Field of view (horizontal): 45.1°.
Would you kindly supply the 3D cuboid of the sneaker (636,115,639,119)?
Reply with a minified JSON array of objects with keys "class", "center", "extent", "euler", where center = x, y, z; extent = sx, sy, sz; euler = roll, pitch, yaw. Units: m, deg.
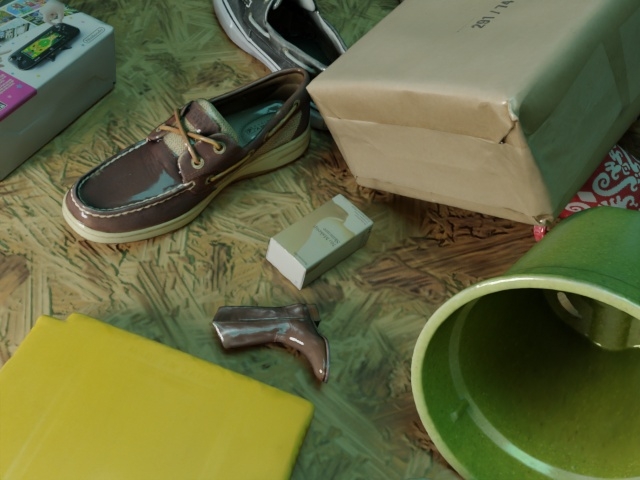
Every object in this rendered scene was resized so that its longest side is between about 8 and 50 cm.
[{"class":"sneaker","center":[0.384,-0.201,1.055],"extent":[0.350,0.148,0.131],"euler":[-32,87,-32]}]

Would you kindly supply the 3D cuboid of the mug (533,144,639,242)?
[{"class":"mug","center":[0.348,-0.051,0.967],"extent":[0.169,0.150,0.113],"euler":[25,33,-19]}]

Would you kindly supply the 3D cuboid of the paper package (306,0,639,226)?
[{"class":"paper package","center":[0.204,-0.198,0.908],"extent":[0.309,0.168,0.325],"euler":[17,54,46]}]

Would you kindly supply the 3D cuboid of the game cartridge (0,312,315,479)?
[{"class":"game cartridge","center":[-0.185,0.229,0.653],"extent":[0.285,0.053,0.324],"euler":[21,47,4]}]

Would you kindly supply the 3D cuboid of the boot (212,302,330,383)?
[{"class":"boot","center":[-0.052,0.106,0.789],"extent":[0.114,0.037,0.106],"euler":[0,38,-17]}]

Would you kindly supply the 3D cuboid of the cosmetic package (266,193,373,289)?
[{"class":"cosmetic package","center":[0.000,0.000,0.887],"extent":[0.060,0.041,0.115],"euler":[41,54,19]}]

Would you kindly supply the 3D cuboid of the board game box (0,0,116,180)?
[{"class":"board game box","center":[-0.441,-0.231,0.940],"extent":[0.303,0.097,0.224],"euler":[26,50,10]}]

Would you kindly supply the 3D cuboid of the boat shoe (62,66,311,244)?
[{"class":"boat shoe","center":[-0.142,-0.115,0.894],"extent":[0.342,0.123,0.123],"euler":[-28,62,-31]}]

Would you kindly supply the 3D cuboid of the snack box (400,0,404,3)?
[{"class":"snack box","center":[0.230,-0.441,1.288],"extent":[0.207,0.070,0.174],"euler":[1,51,-11]}]

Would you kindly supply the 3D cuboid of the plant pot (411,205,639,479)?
[{"class":"plant pot","center":[0.266,0.096,0.750],"extent":[0.276,0.276,0.254],"euler":[32,40,14]}]

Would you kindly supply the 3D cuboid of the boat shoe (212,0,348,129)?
[{"class":"boat shoe","center":[-0.041,-0.303,1.077],"extent":[0.121,0.119,0.335],"euler":[-22,59,-28]}]

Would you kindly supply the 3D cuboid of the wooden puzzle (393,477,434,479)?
[{"class":"wooden puzzle","center":[0.025,0.341,0.539],"extent":[0.322,0.080,0.348],"euler":[4,50,-29]}]
